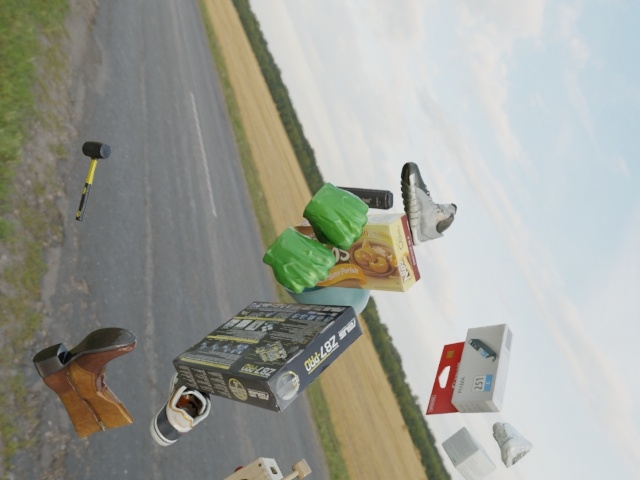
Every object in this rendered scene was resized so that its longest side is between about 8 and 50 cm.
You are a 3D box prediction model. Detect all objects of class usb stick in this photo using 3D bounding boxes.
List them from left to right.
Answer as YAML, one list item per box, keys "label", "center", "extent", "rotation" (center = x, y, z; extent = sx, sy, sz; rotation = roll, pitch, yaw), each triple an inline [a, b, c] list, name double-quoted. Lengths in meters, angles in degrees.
- label: "usb stick"
  center: [0.153, -0.161, 2.165]
  extent: [0.045, 0.278, 0.077]
  rotation: [-13, 107, -48]

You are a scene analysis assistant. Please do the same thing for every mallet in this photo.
- label: "mallet"
  center: [-0.525, -0.137, 1.316]
  extent: [0.039, 0.063, 0.189]
  rotation: [24, 70, -66]

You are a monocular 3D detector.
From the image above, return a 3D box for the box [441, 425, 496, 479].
- label: "box"
  center: [0.410, 0.596, 1.583]
  extent: [0.101, 0.087, 0.102]
  rotation: [49, 5, -24]

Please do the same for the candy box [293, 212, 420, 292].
- label: "candy box"
  center: [0.090, 0.029, 1.497]
  extent: [0.317, 0.088, 0.182]
  rotation: [1, -67, 41]

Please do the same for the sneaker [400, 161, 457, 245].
- label: "sneaker"
  center: [0.277, -0.101, 1.445]
  extent: [0.086, 0.132, 0.228]
  rotation: [-106, -174, -61]

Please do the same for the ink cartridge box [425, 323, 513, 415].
- label: "ink cartridge box"
  center: [0.463, 0.409, 1.817]
  extent: [0.066, 0.261, 0.296]
  rotation: [52, 43, -24]

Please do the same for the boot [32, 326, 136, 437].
- label: "boot"
  center: [-0.546, 0.372, 1.449]
  extent: [0.096, 0.264, 0.280]
  rotation: [-117, -172, -64]

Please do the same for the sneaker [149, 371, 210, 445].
- label: "sneaker"
  center: [-0.374, 0.451, 1.655]
  extent: [0.126, 0.127, 0.321]
  rotation: [49, 16, -15]

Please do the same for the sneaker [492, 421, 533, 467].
- label: "sneaker"
  center: [0.529, 0.572, 1.626]
  extent: [0.115, 0.090, 0.232]
  rotation: [48, 5, 28]

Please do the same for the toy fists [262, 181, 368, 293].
- label: "toy fists"
  center: [0.000, 0.000, 1.339]
  extent: [0.142, 0.279, 0.096]
  rotation: [36, -18, 13]

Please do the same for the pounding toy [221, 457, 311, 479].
- label: "pounding toy"
  center: [-0.129, 0.526, 1.268]
  extent: [0.094, 0.206, 0.181]
  rotation: [58, -3, 24]

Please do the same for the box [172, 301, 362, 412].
- label: "box"
  center: [-0.139, 0.272, 1.455]
  extent: [0.395, 0.318, 0.097]
  rotation: [-3, -68, 44]

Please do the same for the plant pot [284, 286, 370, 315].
- label: "plant pot"
  center: [0.049, 0.142, 1.822]
  extent: [0.195, 0.290, 0.290]
  rotation: [62, 3, -28]
